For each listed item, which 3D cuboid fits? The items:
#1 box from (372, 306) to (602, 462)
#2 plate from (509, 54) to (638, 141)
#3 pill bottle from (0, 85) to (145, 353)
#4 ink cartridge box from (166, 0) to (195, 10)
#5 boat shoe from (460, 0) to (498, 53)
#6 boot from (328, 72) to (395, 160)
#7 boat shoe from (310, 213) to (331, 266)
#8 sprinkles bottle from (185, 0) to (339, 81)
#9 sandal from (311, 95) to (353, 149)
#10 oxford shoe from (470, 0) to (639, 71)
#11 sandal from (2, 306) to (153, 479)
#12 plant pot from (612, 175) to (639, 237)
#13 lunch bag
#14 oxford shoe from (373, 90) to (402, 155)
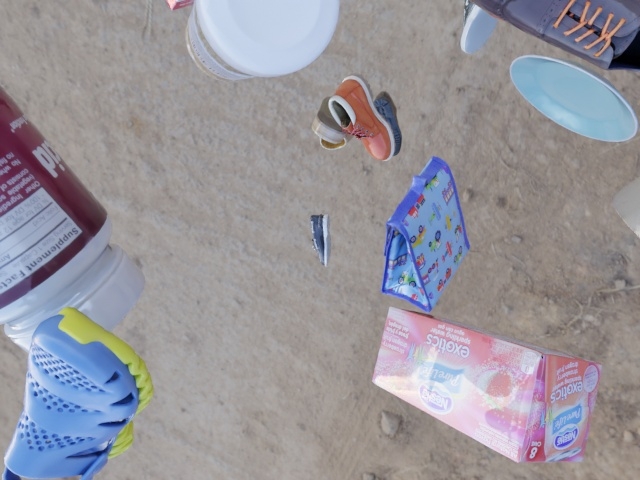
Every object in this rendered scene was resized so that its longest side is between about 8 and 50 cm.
[{"bbox_3d":[0.238,0.209,0.724,0.154,0.142,0.300,16,176,-32],"label":"box"},{"bbox_3d":[0.347,-0.200,0.637,0.188,0.188,0.024,37,97,-5],"label":"plate"},{"bbox_3d":[-0.427,-0.035,0.608,0.224,0.224,0.392,-12,124,27],"label":"pill bottle"},{"bbox_3d":[-0.251,-0.514,0.847,0.150,0.063,0.109,-11,111,53],"label":"ink cartridge box"},{"bbox_3d":[0.366,-0.542,1.055,0.078,0.070,0.219,-2,124,-31],"label":"boat shoe"},{"bbox_3d":[0.067,-0.187,0.774,0.059,0.084,0.158,-10,124,43],"label":"boot"},{"bbox_3d":[0.000,0.000,0.955,0.038,0.046,0.125,5,131,11],"label":"boat shoe"},{"bbox_3d":[-0.091,-0.250,0.540,0.121,0.355,0.121,-6,109,-17],"label":"sprinkles bottle"},{"bbox_3d":[0.020,-0.206,0.871,0.088,0.240,0.079,31,118,-1],"label":"sandal"},{"bbox_3d":[0.257,-0.228,0.449,0.271,0.098,0.097,8,140,-14],"label":"oxford shoe"},{"bbox_3d":[-0.277,0.201,0.513,0.126,0.138,0.317,31,130,11],"label":"sandal"},{"bbox_3d":[0.704,-0.094,0.778,0.256,0.256,0.274,30,127,0],"label":"plant pot"},{"bbox_3d":[0.231,-0.023,1.038,0.138,0.221,0.293,21,146,31],"label":"lunch bag"},{"bbox_3d":[0.224,-0.376,1.502,0.083,0.096,0.227,2,136,19],"label":"oxford shoe"}]
